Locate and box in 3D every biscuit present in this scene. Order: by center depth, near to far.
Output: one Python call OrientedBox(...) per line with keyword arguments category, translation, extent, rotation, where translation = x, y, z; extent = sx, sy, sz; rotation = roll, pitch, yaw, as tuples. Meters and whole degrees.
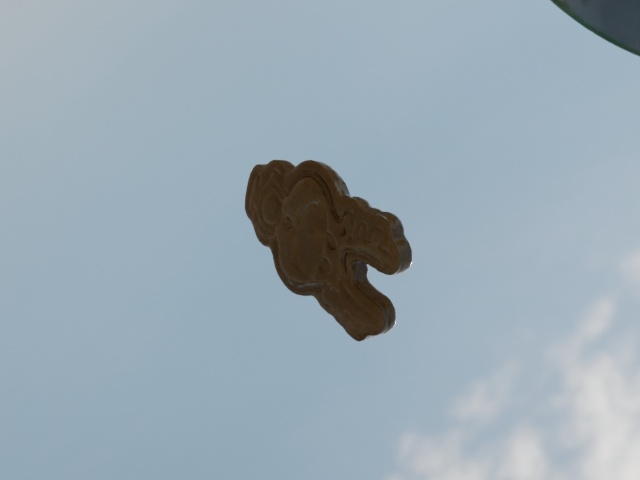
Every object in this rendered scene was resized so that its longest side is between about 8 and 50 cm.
OrientedBox(category="biscuit", translation=(0.000, -0.004, 1.840), extent=(0.236, 0.040, 0.144), rotation=(35, -63, 37))

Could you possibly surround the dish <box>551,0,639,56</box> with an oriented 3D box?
OrientedBox(category="dish", translation=(0.261, -0.282, 1.211), extent=(0.324, 0.324, 0.124), rotation=(-53, -177, -30))
